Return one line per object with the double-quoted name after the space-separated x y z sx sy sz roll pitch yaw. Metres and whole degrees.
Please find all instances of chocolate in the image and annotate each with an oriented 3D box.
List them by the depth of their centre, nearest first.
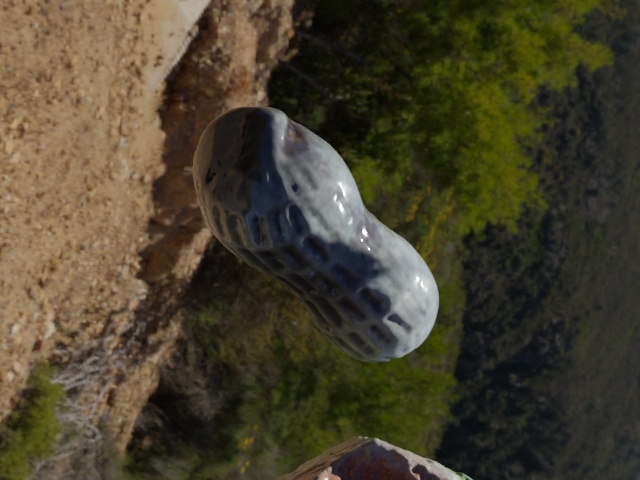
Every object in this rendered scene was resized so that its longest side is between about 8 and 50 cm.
0.000 0.000 0.395 0.167 0.072 0.072 46 54 -30 "chocolate"

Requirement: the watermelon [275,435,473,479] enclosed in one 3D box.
-0.007 0.157 0.349 0.121 0.098 0.158 -48 173 29 "watermelon"
